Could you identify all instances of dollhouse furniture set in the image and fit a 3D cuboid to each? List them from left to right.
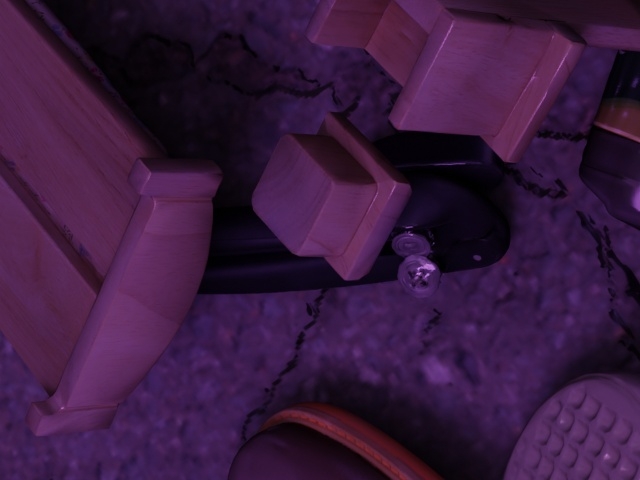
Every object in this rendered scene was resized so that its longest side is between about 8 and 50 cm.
[{"bbox_3d":[-0.044,-0.022,0.810,0.303,0.174,0.355,48,123,35],"label":"dollhouse furniture set"}]

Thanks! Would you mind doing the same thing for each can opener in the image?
[{"bbox_3d":[0.000,0.000,0.843,0.186,0.073,0.059,-13,125,22],"label":"can opener"}]

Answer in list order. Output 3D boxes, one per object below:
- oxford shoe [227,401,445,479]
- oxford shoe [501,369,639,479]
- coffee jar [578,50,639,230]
[{"bbox_3d":[0.030,0.217,0.738,0.363,0.133,0.130,59,138,34],"label":"oxford shoe"},{"bbox_3d":[0.182,0.271,0.749,0.169,0.130,0.449,-38,64,53],"label":"oxford shoe"},{"bbox_3d":[0.169,-0.089,0.754,0.079,0.096,0.184,20,97,9],"label":"coffee jar"}]
